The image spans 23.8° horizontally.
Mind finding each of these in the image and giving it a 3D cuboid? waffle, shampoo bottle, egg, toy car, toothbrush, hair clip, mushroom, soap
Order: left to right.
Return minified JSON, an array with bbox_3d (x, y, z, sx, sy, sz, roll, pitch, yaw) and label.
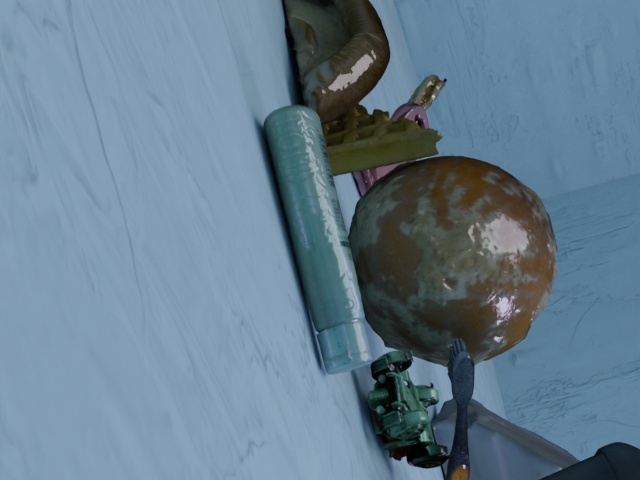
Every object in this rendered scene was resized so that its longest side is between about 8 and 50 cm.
[{"bbox_3d":[0.000,0.000,1.093,0.069,0.041,0.190,64,12,-80],"label":"shampoo bottle"},{"bbox_3d":[0.016,-0.173,1.389,0.210,0.094,0.072,-103,170,-51],"label":"mushroom"},{"bbox_3d":[0.049,-0.103,1.703,0.138,0.102,0.123,-54,135,-37],"label":"hair clip"},{"bbox_3d":[0.051,-0.114,1.400,0.191,0.125,0.032,-82,158,-65],"label":"waffle"},{"bbox_3d":[0.069,0.145,1.269,0.143,0.054,0.073,55,23,-65],"label":"toy car"},{"bbox_3d":[0.116,0.017,1.356,0.233,0.195,0.195,56,20,-77],"label":"egg"},{"bbox_3d":[0.121,0.209,1.352,0.031,0.023,0.321,-98,-176,-50],"label":"toothbrush"},{"bbox_3d":[0.294,0.279,1.762,0.159,0.302,0.258,11,64,-73],"label":"soap"}]

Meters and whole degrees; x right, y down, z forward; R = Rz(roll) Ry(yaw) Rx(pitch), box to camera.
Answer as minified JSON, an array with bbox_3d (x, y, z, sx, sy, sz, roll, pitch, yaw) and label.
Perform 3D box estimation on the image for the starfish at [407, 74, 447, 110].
[{"bbox_3d":[0.134,-0.046,1.950,0.375,0.094,0.327,-104,-174,-68],"label":"starfish"}]

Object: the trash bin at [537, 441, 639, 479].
[{"bbox_3d":[0.212,0.276,1.250,0.101,0.236,0.176,84,-15,-71],"label":"trash bin"}]
